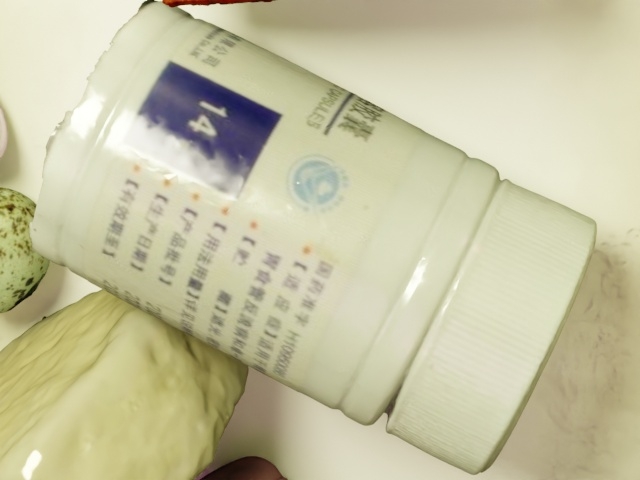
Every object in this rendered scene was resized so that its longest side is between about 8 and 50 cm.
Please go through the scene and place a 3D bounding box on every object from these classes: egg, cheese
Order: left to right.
[{"bbox_3d":[-0.248,0.011,0.986,0.085,0.085,0.110,22,122,6],"label":"egg"},{"bbox_3d":[-0.197,0.152,0.938,0.115,0.326,0.318,51,155,-16],"label":"cheese"}]

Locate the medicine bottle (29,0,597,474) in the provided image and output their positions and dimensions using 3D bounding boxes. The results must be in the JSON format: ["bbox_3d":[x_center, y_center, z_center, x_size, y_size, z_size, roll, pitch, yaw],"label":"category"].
[{"bbox_3d":[0.000,0.000,0.846,0.332,0.190,0.190,27,119,3],"label":"medicine bottle"}]

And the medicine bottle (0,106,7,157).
[{"bbox_3d":[-0.335,-0.064,0.979,0.203,0.083,0.083,-14,109,24],"label":"medicine bottle"}]

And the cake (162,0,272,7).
[{"bbox_3d":[0.012,-0.242,0.748,0.262,0.159,0.158,2,123,40],"label":"cake"}]

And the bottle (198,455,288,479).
[{"bbox_3d":[-0.025,0.280,1.002,0.110,0.110,0.233,-33,81,27],"label":"bottle"}]
